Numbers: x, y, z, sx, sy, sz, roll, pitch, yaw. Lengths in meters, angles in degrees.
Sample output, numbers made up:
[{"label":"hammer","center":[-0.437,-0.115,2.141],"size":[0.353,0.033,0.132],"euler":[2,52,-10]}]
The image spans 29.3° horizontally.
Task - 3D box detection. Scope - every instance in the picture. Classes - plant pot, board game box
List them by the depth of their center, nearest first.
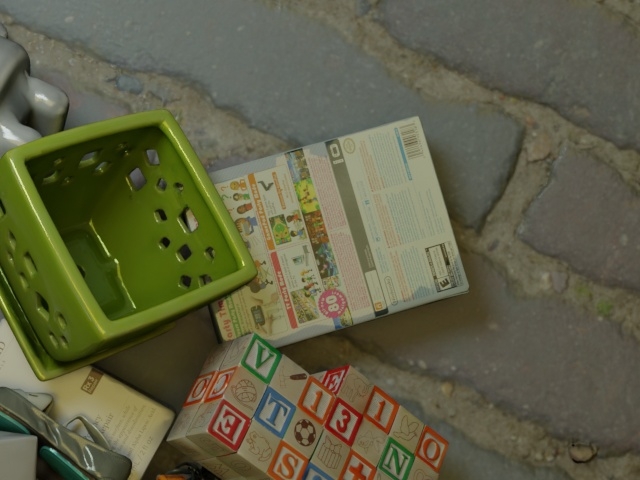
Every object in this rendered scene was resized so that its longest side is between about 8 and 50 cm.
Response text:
[{"label":"plant pot","center":[-0.245,0.015,1.355],"size":[0.228,0.207,0.227],"euler":[-22,79,-42]},{"label":"board game box","center":[0.000,0.000,1.477],"size":[0.303,0.097,0.224],"euler":[-15,88,-9]}]

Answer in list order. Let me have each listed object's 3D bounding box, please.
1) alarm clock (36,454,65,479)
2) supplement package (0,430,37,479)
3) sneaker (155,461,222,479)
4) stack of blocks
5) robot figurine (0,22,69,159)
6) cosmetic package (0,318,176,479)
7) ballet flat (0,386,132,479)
[{"label":"alarm clock","center":[-0.332,0.313,1.413],"size":[0.192,0.064,0.129],"euler":[37,112,-5]},{"label":"supplement package","center":[-0.452,0.286,1.228],"size":[0.177,0.293,0.175],"euler":[0,88,34]},{"label":"sneaker","center":[-0.123,0.297,1.408],"size":[0.271,0.100,0.108],"euler":[-24,107,-25]},{"label":"stack of blocks","center":[-0.007,0.229,1.389],"size":[0.297,0.087,0.171],"euler":[39,55,-22]},{"label":"robot figurine","center":[-0.468,-0.169,1.378],"size":[0.353,0.200,0.300],"euler":[24,46,-5]},{"label":"cosmetic package","center":[-0.295,0.194,1.433],"size":[0.231,0.085,0.117],"euler":[28,83,-6]},{"label":"ballet flat","center":[-0.304,0.211,1.365],"size":[0.213,0.072,0.068],"euler":[37,56,-4]}]
